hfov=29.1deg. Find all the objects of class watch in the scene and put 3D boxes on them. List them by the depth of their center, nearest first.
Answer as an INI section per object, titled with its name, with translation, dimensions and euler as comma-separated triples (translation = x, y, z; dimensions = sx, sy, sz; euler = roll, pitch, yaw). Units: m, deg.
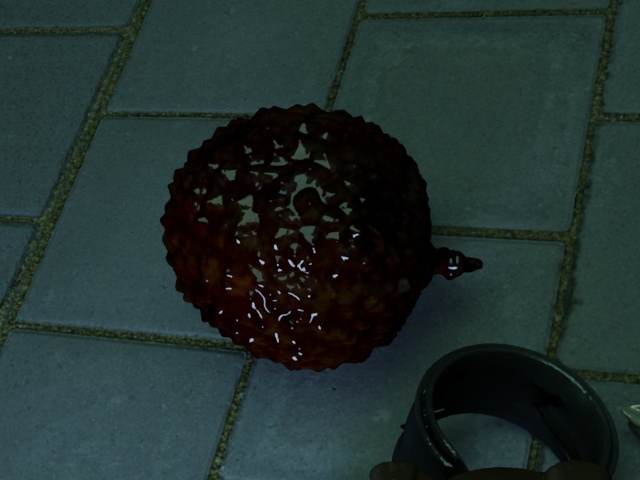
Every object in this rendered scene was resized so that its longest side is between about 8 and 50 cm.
[watch]
translation = 0.222, 0.298, 1.668
dimensions = 0.335, 0.314, 0.327
euler = 10, 42, -2

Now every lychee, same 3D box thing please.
[lychee]
translation = 0.000, 0.000, 1.908
dimensions = 0.500, 0.424, 0.424
euler = 16, 61, 8

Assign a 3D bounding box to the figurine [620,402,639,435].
[figurine]
translation = 0.542, 0.264, 1.689
dimensions = 0.235, 0.127, 0.155
euler = 39, 94, 39
